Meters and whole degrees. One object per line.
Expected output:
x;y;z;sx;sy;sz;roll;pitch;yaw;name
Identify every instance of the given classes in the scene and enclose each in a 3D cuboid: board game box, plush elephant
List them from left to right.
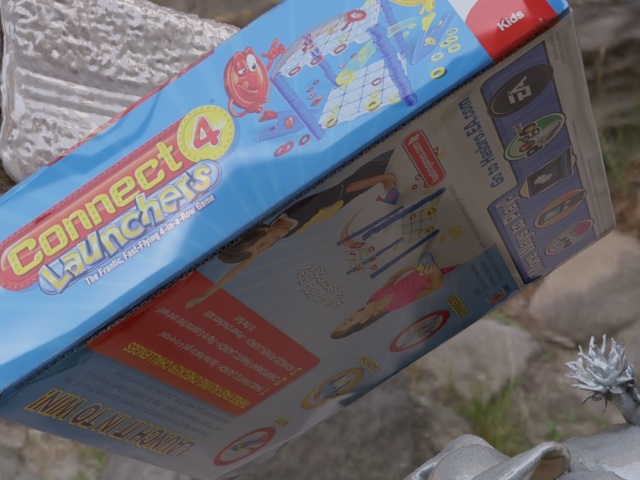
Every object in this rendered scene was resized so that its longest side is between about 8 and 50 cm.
0.000;0.000;0.678;0.302;0.086;0.308;-33;-23;4;board game box
0.208;0.275;1.189;0.255;0.330;0.272;-15;-9;-6;plush elephant

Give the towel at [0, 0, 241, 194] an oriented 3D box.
-0.154;-0.112;1.037;0.282;0.187;0.049;7;-18;-39;towel
